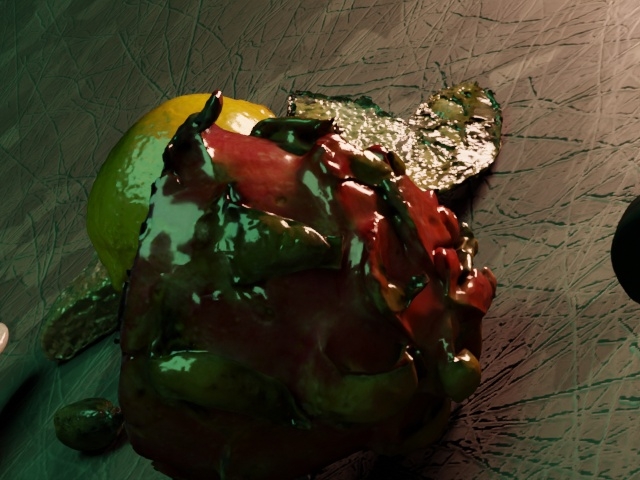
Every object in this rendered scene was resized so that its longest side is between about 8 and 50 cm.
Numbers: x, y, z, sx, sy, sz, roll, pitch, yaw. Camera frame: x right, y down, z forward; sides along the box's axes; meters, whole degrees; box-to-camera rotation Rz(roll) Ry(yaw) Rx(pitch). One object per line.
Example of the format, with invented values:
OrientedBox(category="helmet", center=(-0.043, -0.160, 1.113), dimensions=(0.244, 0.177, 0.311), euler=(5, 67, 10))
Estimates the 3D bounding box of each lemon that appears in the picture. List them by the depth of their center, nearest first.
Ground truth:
OrientedBox(category="lemon", center=(-0.133, -0.043, 1.746), dimensions=(0.260, 0.204, 0.204), euler=(-51, 26, -18))

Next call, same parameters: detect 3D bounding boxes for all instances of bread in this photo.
OrientedBox(category="bread", center=(-0.236, 0.045, 1.918), dimensions=(0.232, 0.064, 0.172), euler=(-51, 24, -15))

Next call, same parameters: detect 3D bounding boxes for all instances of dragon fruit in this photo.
OrientedBox(category="dragon fruit", center=(0.003, 0.065, 1.308), dimensions=(0.262, 0.314, 0.296), euler=(12, 64, 13))

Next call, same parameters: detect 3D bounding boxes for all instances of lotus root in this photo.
OrientedBox(category="lotus root", center=(-0.234, 0.187, 1.696), dimensions=(0.099, 0.054, 0.049), euler=(-16, 25, 44))

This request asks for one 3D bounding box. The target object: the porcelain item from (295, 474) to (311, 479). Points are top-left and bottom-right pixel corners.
OrientedBox(category="porcelain item", center=(-0.012, 0.182, 1.414), dimensions=(0.036, 0.028, 0.083), euler=(-36, 21, 54))

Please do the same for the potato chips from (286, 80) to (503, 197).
OrientedBox(category="potato chips", center=(0.079, -0.104, 1.613), dimensions=(0.220, 0.029, 0.202), euler=(-19, 42, -23))

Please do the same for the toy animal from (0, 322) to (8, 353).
OrientedBox(category="toy animal", center=(-0.505, 0.203, 1.837), dimensions=(0.367, 0.196, 0.241), euler=(-43, 55, -6))

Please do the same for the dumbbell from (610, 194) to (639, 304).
OrientedBox(category="dumbbell", center=(0.297, -0.036, 1.174), dimensions=(0.143, 0.143, 0.325), euler=(-15, 36, 45))
